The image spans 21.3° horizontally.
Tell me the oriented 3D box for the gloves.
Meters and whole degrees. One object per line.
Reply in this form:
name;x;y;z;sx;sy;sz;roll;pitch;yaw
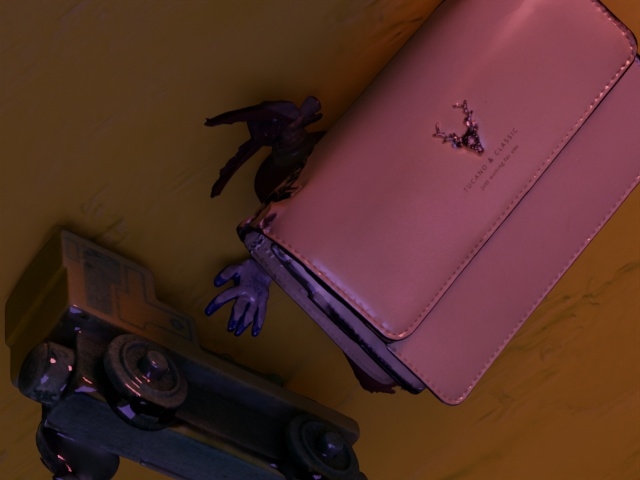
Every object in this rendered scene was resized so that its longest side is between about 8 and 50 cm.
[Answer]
gloves;-0.078;0.054;1.642;0.064;0.086;0.026;31;145;-21

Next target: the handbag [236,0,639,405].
handbag;0.126;-0.062;1.512;0.237;0.160;0.358;45;77;-18

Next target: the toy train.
toy train;-0.118;0.155;1.607;0.369;0.237;0.150;27;116;-26

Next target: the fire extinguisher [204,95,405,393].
fire extinguisher;0.000;0.000;1.601;0.147;0.106;0.337;-44;119;-28
